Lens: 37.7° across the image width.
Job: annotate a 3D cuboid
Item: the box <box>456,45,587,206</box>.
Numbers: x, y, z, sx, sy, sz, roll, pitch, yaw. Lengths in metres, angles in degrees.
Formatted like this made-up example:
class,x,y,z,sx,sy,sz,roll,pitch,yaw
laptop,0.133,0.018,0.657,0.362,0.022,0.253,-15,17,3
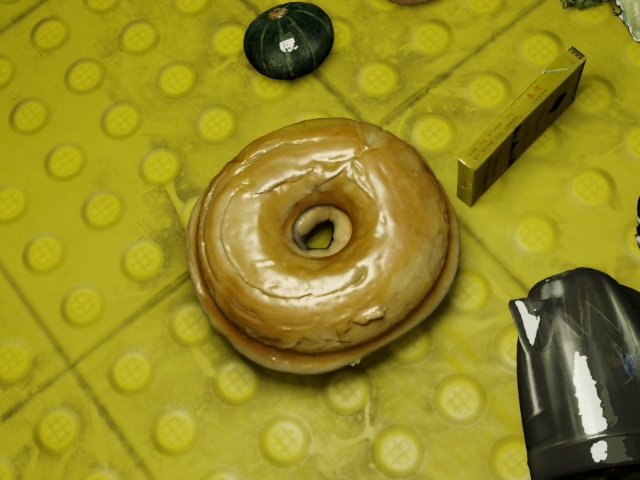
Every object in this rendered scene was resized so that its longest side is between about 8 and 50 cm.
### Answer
class,x,y,z,sx,sy,sz,roll,pitch,yaw
box,0.333,-0.187,1.566,0.041,0.153,0.279,41,79,19

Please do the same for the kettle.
class,x,y,z,sx,sy,sz,roll,pitch,yaw
kettle,0.436,0.195,1.391,0.321,0.228,0.324,4,62,-20

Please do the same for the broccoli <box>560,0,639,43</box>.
class,x,y,z,sx,sy,sz,roll,pitch,yaw
broccoli,0.540,-0.466,1.654,0.243,0.180,0.272,-19,86,13

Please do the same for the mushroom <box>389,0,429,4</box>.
class,x,y,z,sx,sy,sz,roll,pitch,yaw
mushroom,0.166,-0.570,1.743,0.278,0.146,0.278,1,71,-3

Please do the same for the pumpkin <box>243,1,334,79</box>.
class,x,y,z,sx,sy,sz,roll,pitch,yaw
pumpkin,-0.056,-0.361,1.693,0.167,0.167,0.125,-27,111,-4

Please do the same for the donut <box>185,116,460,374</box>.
class,x,y,z,sx,sy,sz,roll,pitch,yaw
donut,0.000,0.000,1.513,0.449,0.198,0.448,-2,71,5

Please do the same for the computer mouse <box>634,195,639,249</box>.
class,x,y,z,sx,sy,sz,roll,pitch,yaw
computer mouse,0.596,-0.001,1.504,0.147,0.077,0.241,-25,68,-1
